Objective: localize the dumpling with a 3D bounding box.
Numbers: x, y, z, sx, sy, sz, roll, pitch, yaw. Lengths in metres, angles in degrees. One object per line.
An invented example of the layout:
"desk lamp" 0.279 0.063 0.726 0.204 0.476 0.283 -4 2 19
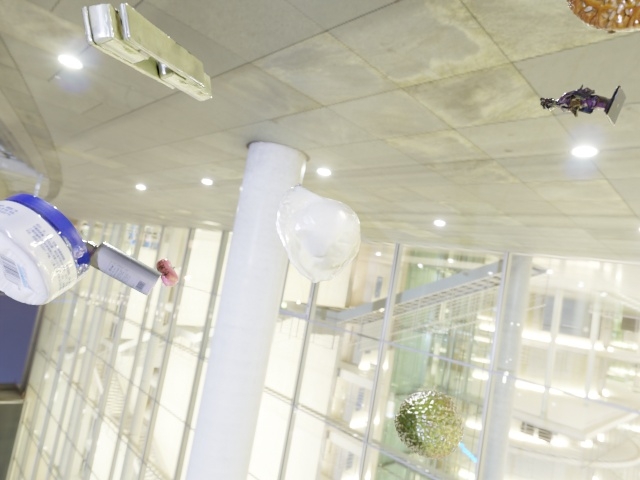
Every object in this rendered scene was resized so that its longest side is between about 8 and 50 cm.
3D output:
"dumpling" 0.003 0.002 0.849 0.126 0.166 0.216 16 162 21

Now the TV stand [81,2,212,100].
"TV stand" -0.187 -0.217 0.527 0.042 0.036 0.249 -9 -176 9

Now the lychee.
"lychee" 0.184 0.313 0.737 0.114 0.114 0.146 6 159 37

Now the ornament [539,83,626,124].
"ornament" 0.713 -0.375 1.181 0.081 0.088 0.203 16 -174 -38

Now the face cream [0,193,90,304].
"face cream" -0.565 0.022 0.827 0.206 0.205 0.111 8 -144 23

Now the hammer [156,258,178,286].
"hammer" -0.385 0.080 1.083 0.043 0.043 0.083 15 -156 -44

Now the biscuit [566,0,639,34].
"biscuit" 0.470 -0.430 0.565 0.038 0.305 0.305 13 174 -29

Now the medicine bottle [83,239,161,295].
"medicine bottle" -0.434 0.043 0.893 0.199 0.057 0.058 33 168 -16
